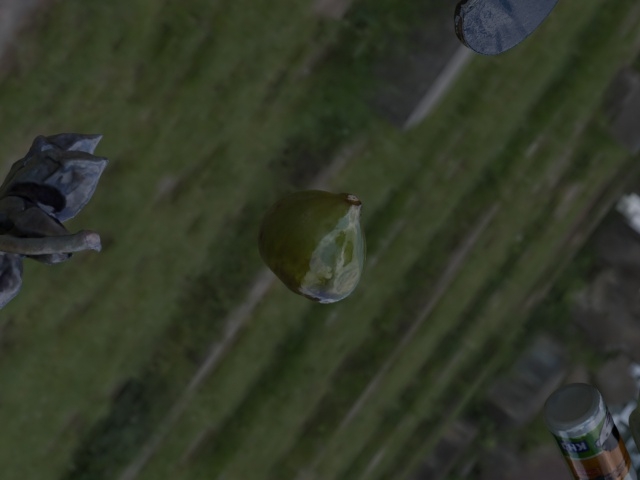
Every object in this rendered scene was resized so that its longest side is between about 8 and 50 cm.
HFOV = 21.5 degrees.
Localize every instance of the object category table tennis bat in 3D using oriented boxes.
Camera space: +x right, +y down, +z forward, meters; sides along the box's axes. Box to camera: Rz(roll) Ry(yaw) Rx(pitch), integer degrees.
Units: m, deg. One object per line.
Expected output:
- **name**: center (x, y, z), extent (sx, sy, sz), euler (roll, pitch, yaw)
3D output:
- **table tennis bat**: center (0.162, -0.230, 1.478), extent (0.130, 0.019, 0.220), euler (-47, 155, 5)

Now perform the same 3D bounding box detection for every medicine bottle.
- **medicine bottle**: center (0.282, 0.243, 1.666), extent (0.061, 0.221, 0.092), euler (-17, -141, 16)

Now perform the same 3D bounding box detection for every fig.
- **fig**: center (-0.008, 0.009, 1.960), extent (0.121, 0.136, 0.153), euler (-54, -166, -23)

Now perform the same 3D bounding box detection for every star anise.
- **star anise**: center (-0.251, -0.009, 1.369), extent (0.230, 0.081, 0.262), euler (-47, -163, -17)

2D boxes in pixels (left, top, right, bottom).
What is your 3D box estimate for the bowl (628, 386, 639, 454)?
- **bowl**: center (0.438, 0.222, 1.907), extent (0.146, 0.313, 0.313), euler (-27, -176, 15)
